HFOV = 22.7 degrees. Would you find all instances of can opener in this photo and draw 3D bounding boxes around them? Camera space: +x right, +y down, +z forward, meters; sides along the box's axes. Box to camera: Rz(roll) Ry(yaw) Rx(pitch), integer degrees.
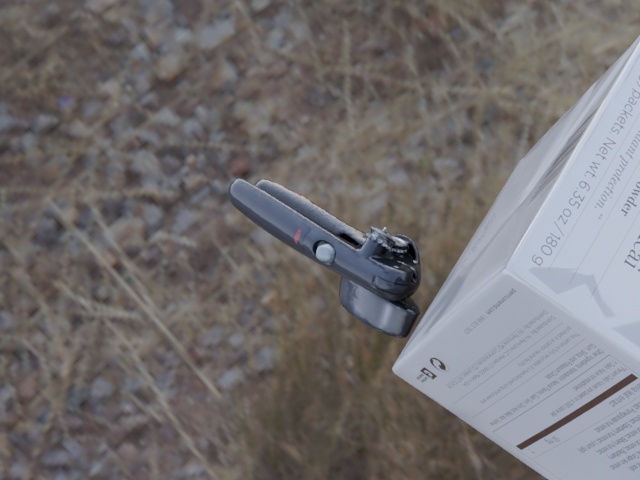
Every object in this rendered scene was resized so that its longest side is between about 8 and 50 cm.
[{"bbox_3d":[0.000,0.000,1.144,0.186,0.059,0.073,34,105,32],"label":"can opener"}]

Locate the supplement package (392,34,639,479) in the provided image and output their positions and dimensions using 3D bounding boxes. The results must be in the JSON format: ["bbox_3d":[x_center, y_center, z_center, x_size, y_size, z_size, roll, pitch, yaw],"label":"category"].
[{"bbox_3d":[0.223,0.063,0.860,0.177,0.293,0.175,-57,2,-27],"label":"supplement package"}]
